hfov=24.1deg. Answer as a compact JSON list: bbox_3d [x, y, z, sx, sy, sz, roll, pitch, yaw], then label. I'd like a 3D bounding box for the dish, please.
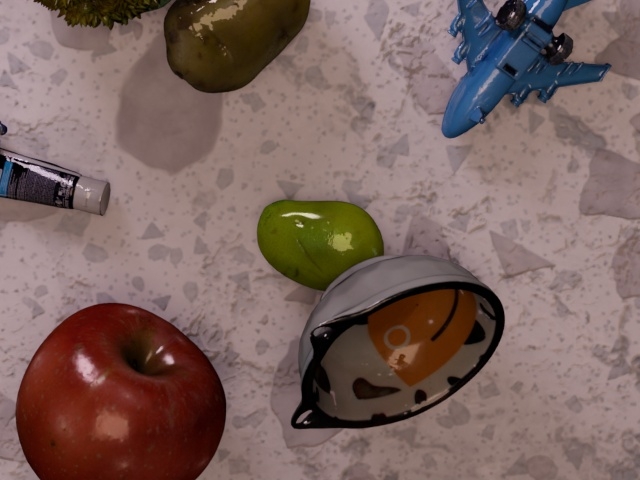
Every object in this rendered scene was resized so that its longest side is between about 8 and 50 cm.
[{"bbox_3d":[0.081,0.109,1.884,0.303,0.120,0.303,-16,141,-14],"label":"dish"}]

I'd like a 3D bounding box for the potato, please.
[{"bbox_3d":[-0.104,-0.271,1.836,0.137,0.154,0.200,42,91,-5],"label":"potato"}]

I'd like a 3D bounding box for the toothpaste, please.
[{"bbox_3d":[-0.367,-0.078,1.920,0.193,0.045,0.071,12,91,4],"label":"toothpaste"}]

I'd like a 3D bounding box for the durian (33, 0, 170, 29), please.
[{"bbox_3d":[-0.251,-0.368,1.774,0.291,0.291,0.225,-34,110,4],"label":"durian"}]

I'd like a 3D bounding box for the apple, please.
[{"bbox_3d":[-0.254,0.208,1.860,0.260,0.260,0.216,33,120,-6],"label":"apple"}]

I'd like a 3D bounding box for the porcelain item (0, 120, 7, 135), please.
[{"bbox_3d":[-0.444,-0.090,1.906,0.136,0.021,0.075,-31,80,13],"label":"porcelain item"}]

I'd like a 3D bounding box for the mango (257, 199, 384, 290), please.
[{"bbox_3d":[0.001,0.006,1.921,0.163,0.089,0.117,3,107,10],"label":"mango"}]

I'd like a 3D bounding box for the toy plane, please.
[{"bbox_3d":[0.241,-0.238,1.877,0.254,0.105,0.271,32,93,-20],"label":"toy plane"}]
